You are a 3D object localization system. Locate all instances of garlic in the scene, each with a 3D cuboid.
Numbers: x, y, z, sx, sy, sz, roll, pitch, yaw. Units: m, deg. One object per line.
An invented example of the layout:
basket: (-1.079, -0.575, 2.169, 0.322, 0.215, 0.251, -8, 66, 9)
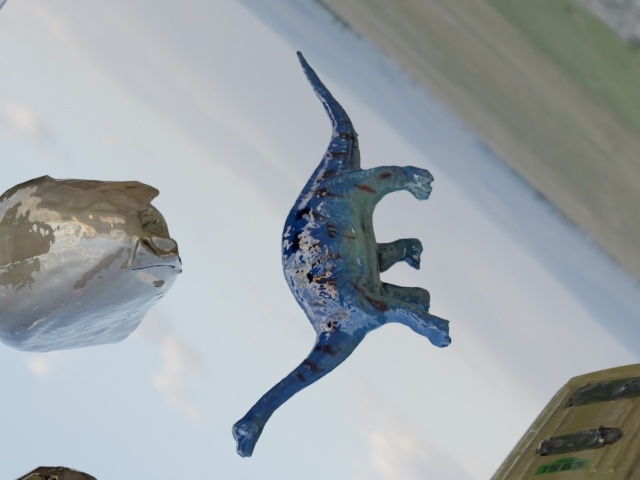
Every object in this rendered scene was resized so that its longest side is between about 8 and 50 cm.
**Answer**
garlic: (-0.139, 0.012, 0.981, 0.101, 0.087, 0.195, 3, 163, -17)

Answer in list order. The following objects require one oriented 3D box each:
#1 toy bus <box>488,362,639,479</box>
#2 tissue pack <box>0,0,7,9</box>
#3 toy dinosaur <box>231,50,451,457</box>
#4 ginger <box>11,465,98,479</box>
toy bus: (0.213, 0.232, 1.344, 0.365, 0.177, 0.202, -39, -66, -60)
tissue pack: (-0.348, -0.203, 1.448, 0.146, 0.198, 0.263, 38, -176, -7)
toy dinosaur: (0.028, 0.015, 1.333, 0.144, 0.329, 0.076, 10, 158, -2)
ginger: (-0.143, 0.202, 0.831, 0.080, 0.204, 0.104, 13, -169, 10)
